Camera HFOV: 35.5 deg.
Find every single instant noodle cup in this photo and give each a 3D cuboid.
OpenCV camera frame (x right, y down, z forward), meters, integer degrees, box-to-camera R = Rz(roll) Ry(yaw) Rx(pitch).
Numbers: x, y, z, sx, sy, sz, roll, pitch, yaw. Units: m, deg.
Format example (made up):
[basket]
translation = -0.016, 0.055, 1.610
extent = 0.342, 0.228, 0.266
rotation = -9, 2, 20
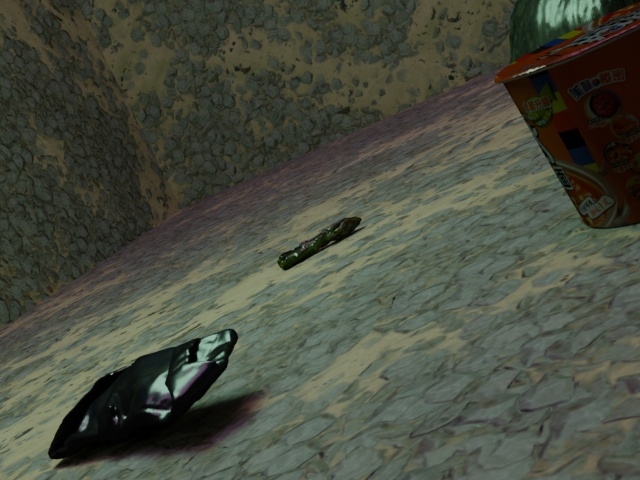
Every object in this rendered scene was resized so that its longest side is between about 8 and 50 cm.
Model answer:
[instant noodle cup]
translation = 0.338, -0.142, 1.075
extent = 0.250, 0.192, 0.250
rotation = -25, 10, 5

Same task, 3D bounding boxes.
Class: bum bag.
[bum bag]
translation = -0.194, 0.174, 1.119
extent = 0.310, 0.074, 0.137
rotation = -25, 19, 43

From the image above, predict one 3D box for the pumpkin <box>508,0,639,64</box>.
[pumpkin]
translation = 0.410, -0.260, 1.327
extent = 0.291, 0.257, 0.327
rotation = -15, 5, -20

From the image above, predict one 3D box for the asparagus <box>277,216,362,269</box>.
[asparagus]
translation = 0.000, 0.000, 1.701
extent = 0.165, 0.030, 0.036
rotation = -30, -14, -12
